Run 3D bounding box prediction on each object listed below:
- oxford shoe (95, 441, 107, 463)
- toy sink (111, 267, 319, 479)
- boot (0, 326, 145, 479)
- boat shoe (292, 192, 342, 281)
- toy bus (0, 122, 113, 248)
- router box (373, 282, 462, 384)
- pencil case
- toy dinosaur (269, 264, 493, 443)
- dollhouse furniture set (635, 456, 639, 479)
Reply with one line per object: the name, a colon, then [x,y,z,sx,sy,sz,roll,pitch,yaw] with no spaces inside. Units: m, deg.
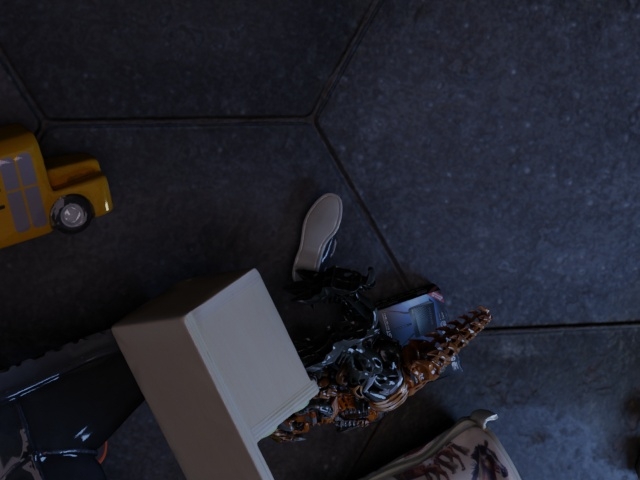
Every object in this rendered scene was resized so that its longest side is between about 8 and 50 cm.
oxford shoe: [-0.396,0.224,1.688,0.271,0.098,0.097,25,55,-26]
toy sink: [-0.108,0.164,1.574,0.131,0.152,0.234,-35,105,-38]
boot: [-0.244,0.339,1.609,0.367,0.146,0.445,-21,89,-31]
boat shoe: [0.000,0.000,1.739,0.046,0.038,0.125,17,94,17]
toy bus: [-0.418,-0.044,1.573,0.332,0.108,0.130,-19,111,-20]
router box: [0.126,0.128,1.787,0.092,0.038,0.122,-18,104,-6]
pencil case: [0.070,0.374,1.761,0.410,0.160,0.184,-27,115,-5]
toy dinosaur: [0.050,0.146,1.711,0.322,0.164,0.218,-36,127,-3]
dollhouse furniture set: [0.521,0.246,1.895,0.144,0.123,0.151,5,134,-12]
